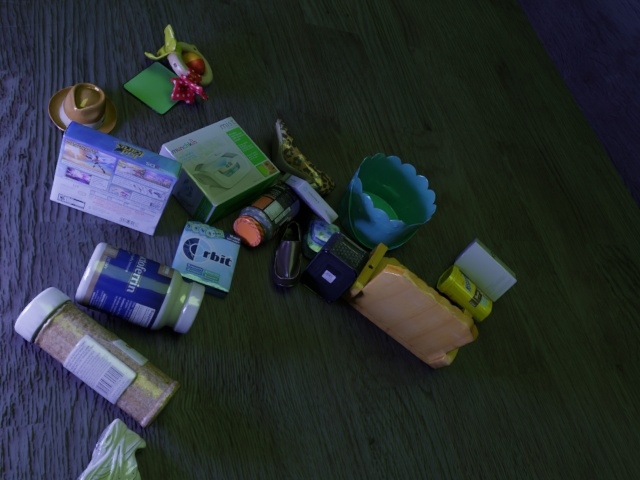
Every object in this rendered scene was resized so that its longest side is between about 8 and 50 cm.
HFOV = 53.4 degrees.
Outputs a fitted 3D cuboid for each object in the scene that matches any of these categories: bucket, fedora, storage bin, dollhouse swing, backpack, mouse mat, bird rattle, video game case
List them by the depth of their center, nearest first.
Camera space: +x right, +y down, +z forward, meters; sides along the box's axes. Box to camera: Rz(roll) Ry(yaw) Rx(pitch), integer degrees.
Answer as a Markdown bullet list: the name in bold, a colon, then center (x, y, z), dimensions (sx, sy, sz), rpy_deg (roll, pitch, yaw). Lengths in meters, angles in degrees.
- **video game case**: center (-0.503, -0.144, 1.557), dimensions (0.269, 0.244, 0.061), rpy_deg (21, 49, -17)
- **fedora**: center (-0.649, -0.373, 1.752), dimensions (0.194, 0.079, 0.194), rpy_deg (15, 52, -20)
- **storage bin**: center (0.037, 0.077, 1.758), dimensions (0.122, 0.180, 0.084), rpy_deg (38, 48, -1)
- **dollhouse swing**: center (0.291, 0.139, 1.781), dimensions (0.347, 0.305, 0.315), rpy_deg (38, 47, 0)
- **backpack**: center (0.000, 0.000, 1.860), dimensions (0.105, 0.084, 0.114), rpy_deg (21, 52, -13)
- **mouse mat**: center (-0.498, -0.473, 1.965), dimensions (0.152, 0.007, 0.189), rpy_deg (36, 47, -3)
- **bird rattle**: center (-0.411, -0.546, 1.988), dimensions (0.253, 0.143, 0.207), rpy_deg (50, 31, 6)
- **bucket**: center (0.199, -0.111, 1.992), dimensions (0.281, 0.183, 0.281), rpy_deg (15, 51, -20)

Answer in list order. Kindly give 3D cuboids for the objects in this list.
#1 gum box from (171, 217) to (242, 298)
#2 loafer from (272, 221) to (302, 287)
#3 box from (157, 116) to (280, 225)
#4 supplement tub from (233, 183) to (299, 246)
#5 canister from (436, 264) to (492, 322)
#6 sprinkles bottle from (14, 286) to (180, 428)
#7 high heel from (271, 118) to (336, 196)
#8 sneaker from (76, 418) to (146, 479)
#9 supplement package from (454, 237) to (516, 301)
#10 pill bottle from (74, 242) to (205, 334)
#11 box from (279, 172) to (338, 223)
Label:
- **gum box**: center (-0.302, 0.045, 1.676), dimensions (0.157, 0.041, 0.184), rpy_deg (21, 50, -16)
- **loafer**: center (-0.092, 0.034, 1.772), dimensions (0.080, 0.078, 0.220), rpy_deg (1, 48, -1)
- **box**: center (-0.294, -0.196, 1.804), dimensions (0.231, 0.127, 0.262), rpy_deg (50, 49, 8)
- **supplement tub**: center (-0.153, -0.070, 1.798), dimensions (0.117, 0.117, 0.190), rpy_deg (42, 47, 3)
- **canister**: center (0.455, 0.168, 1.998), dimensions (0.170, 0.073, 0.126), rpy_deg (42, 23, 1)
- **sprinkles bottle**: center (-0.475, 0.252, 1.368), dimensions (0.355, 0.121, 0.121), rpy_deg (38, 47, -1)
- **high heel**: center (-0.053, -0.259, 2.003), dimensions (0.186, 0.093, 0.261), rpy_deg (-2, 75, -25)
- **sneaker**: center (-0.417, 0.475, 1.263), dimensions (0.115, 0.090, 0.232), rpy_deg (32, 48, -11)
- **supplement package**: center (0.536, 0.094, 2.071), dimensions (0.179, 0.105, 0.105), rpy_deg (44, 17, 4)
- **pill bottle**: center (-0.415, 0.119, 1.480), dimensions (0.265, 0.153, 0.153), rpy_deg (22, 49, -16)
- **box**: center (-0.037, -0.125, 1.849), dimensions (0.038, 0.186, 0.145), rpy_deg (-45, 113, -4)
